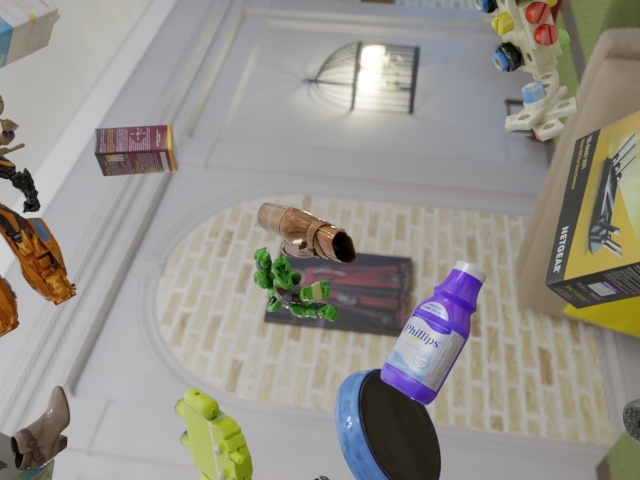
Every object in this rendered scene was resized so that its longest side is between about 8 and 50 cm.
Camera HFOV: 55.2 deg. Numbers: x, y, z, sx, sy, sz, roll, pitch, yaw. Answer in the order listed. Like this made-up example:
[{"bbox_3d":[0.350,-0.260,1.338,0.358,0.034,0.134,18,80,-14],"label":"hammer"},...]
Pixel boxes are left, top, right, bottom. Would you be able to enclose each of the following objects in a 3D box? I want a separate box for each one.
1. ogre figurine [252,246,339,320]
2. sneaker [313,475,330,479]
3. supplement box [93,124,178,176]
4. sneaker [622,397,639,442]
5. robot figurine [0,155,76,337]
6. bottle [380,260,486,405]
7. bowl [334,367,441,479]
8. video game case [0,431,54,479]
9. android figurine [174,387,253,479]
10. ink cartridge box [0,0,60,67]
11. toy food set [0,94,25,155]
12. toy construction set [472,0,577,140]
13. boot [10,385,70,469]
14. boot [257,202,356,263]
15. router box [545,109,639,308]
[{"bbox_3d":[-0.064,0.096,1.216,0.118,0.197,0.097,-32,40,59],"label":"ogre figurine"},{"bbox_3d":[0.025,0.525,1.186,0.086,0.163,0.226,-52,-31,-17],"label":"sneaker"},{"bbox_3d":[-0.460,-0.225,1.534,0.104,0.188,0.081,101,163,-64],"label":"supplement box"},{"bbox_3d":[0.536,0.263,0.805,0.227,0.130,0.087,-152,51,-63],"label":"sneaker"},{"bbox_3d":[-0.530,-0.002,0.981,0.291,0.211,0.085,62,160,-13],"label":"robot figurine"},{"bbox_3d":[0.230,0.175,1.199,0.092,0.118,0.283,38,-100,-46],"label":"bottle"},{"bbox_3d":[0.199,0.540,1.707,0.077,0.391,0.391,-35,24,30],"label":"bowl"},{"bbox_3d":[-0.503,0.435,0.878,0.300,0.036,0.329,66,-169,-52],"label":"video game case"},{"bbox_3d":[-0.230,0.441,1.311,0.056,0.273,0.248,-17,-69,-35],"label":"android figurine"},{"bbox_3d":[-0.507,-0.358,0.994,0.090,0.092,0.143,-43,6,45],"label":"ink cartridge box"},{"bbox_3d":[-0.510,-0.180,0.933,0.019,0.078,0.122,-119,8,-49],"label":"toy food set"},{"bbox_3d":[0.307,-0.314,0.874,0.215,0.151,0.328,-125,18,-62],"label":"toy construction set"},{"bbox_3d":[-0.439,0.295,0.956,0.087,0.042,0.119,-5,-92,-58],"label":"boot"},{"bbox_3d":[0.000,0.000,1.475,0.109,0.220,0.283,-62,-31,-13],"label":"boot"},{"bbox_3d":[0.482,-0.066,0.911,0.243,0.081,0.309,-28,33,55],"label":"router box"}]
